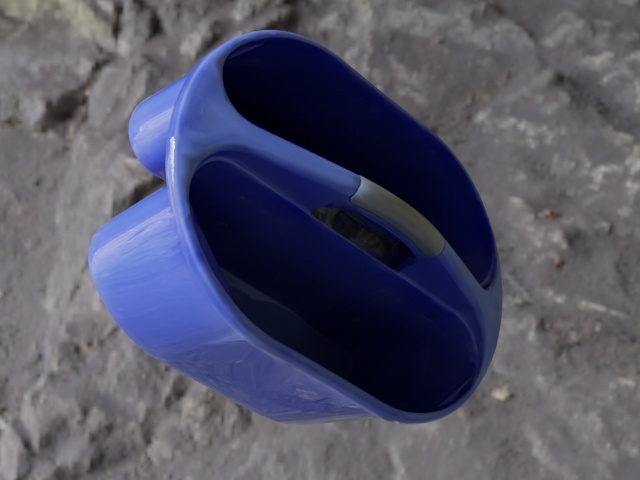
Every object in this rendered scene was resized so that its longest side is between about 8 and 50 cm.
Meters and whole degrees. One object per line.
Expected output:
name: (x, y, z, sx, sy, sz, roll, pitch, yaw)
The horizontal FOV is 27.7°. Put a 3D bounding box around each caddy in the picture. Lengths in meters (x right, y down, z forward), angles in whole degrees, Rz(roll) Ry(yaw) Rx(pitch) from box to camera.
caddy: (0.000, 0.000, 0.959, 0.341, 0.179, 0.241, 33, 55, -35)
